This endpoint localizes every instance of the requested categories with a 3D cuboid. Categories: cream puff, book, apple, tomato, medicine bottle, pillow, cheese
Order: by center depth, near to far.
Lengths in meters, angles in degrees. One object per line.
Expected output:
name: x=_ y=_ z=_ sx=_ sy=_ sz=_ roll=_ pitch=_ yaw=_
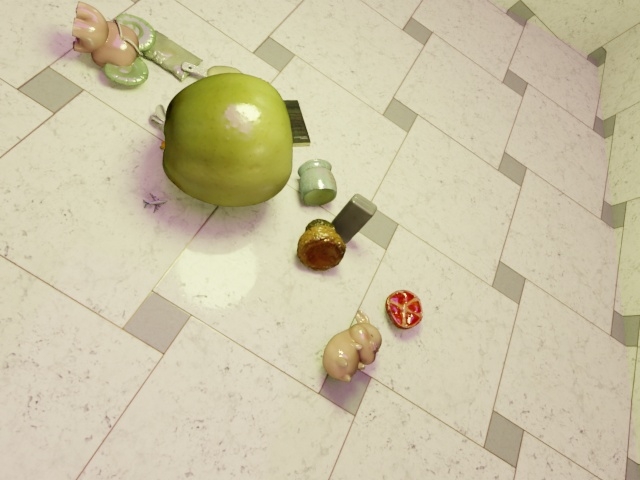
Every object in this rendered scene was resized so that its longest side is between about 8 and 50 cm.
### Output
apple: x=-0.314 y=-0.331 z=1.567 sx=0.474 sy=0.473 sz=0.473 roll=9 pitch=63 yaw=-18
cream puff: x=0.000 y=0.000 z=1.724 sx=0.183 sy=0.183 sz=0.169 roll=12 pitch=39 yaw=-17
tomato: x=0.314 y=0.267 z=1.763 sx=0.156 sy=0.069 sz=0.155 roll=7 pitch=65 yaw=-16
medicine bottle: x=-0.013 y=-0.229 z=1.817 sx=0.147 sy=0.147 sz=0.143 roll=1 pitch=64 yaw=-22
pillow: x=-0.617 y=-0.756 z=1.875 sx=0.230 sy=0.050 sz=0.148 roll=33 pitch=64 yaw=-9
cheese: x=-0.443 y=-0.681 z=1.894 sx=0.251 sy=0.054 sz=0.127 roll=11 pitch=63 yaw=-24
book: x=-0.142 y=-0.503 z=1.965 sx=0.160 sy=0.024 sz=0.228 roll=-8 pitch=70 yaw=-25

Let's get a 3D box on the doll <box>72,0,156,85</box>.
doll: x=-0.761 y=-0.731 z=1.706 sx=0.268 sy=0.216 sz=0.284 roll=10 pitch=80 yaw=-24

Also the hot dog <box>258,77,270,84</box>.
hot dog: x=-0.268 y=-0.626 z=1.958 sx=0.071 sy=0.045 sz=0.165 roll=26 pitch=58 yaw=-12

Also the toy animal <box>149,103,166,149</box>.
toy animal: x=-0.558 y=-0.415 z=1.728 sx=0.182 sy=0.131 sz=0.127 roll=19 pitch=28 yaw=-21

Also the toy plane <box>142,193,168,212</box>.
toy plane: x=-0.579 y=-0.133 z=1.610 sx=0.084 sy=0.024 sz=0.078 roll=-6 pitch=68 yaw=-32

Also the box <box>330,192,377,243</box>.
box: x=0.115 y=-0.078 z=1.741 sx=0.103 sy=0.243 sz=0.055 roll=33 pitch=55 yaw=-5

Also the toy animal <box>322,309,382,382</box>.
toy animal: x=0.110 y=0.376 z=1.582 sx=0.250 sy=0.154 sz=0.166 roll=-27 pitch=121 yaw=-38
